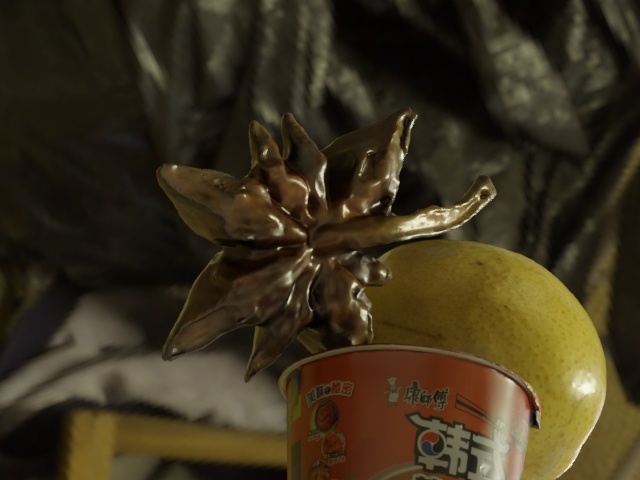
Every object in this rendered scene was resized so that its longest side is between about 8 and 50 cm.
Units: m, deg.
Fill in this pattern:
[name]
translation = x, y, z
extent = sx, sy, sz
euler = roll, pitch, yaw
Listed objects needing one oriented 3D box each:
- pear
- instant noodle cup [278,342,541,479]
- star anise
[pear]
translation = 0.159, 0.151, 2.139
extent = 0.314, 0.314, 0.314
euler = 41, 37, -42
[instant noodle cup]
translation = 0.077, 0.229, 1.779
extent = 0.250, 0.250, 0.192
euler = 35, 52, -47
[star anise]
translation = -0.001, 0.001, 1.810
extent = 0.349, 0.292, 0.109
euler = 17, 8, -30
